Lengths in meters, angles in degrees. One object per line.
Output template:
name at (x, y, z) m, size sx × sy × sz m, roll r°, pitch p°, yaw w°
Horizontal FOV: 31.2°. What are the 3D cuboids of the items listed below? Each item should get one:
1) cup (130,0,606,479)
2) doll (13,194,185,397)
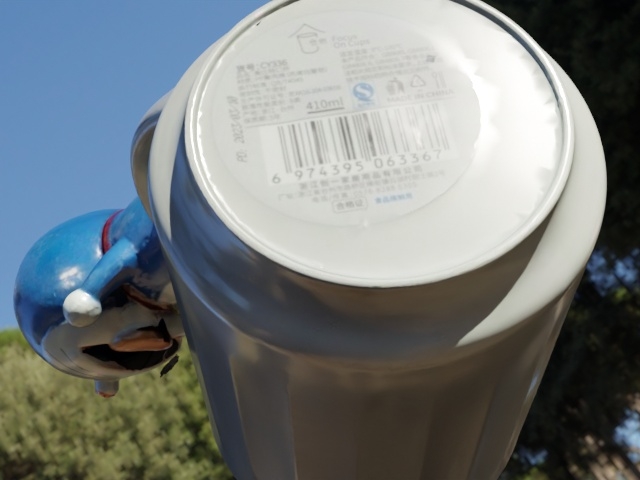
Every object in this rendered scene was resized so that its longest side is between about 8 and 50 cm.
cup at (0.000, 0.000, 0.715) m, size 0.237 × 0.323 × 0.327 m, roll -45°, pitch -23°, yaw -22°
doll at (-0.149, 0.028, 0.999) m, size 0.257 × 0.161 × 0.215 m, roll -35°, pitch -9°, yaw 38°
